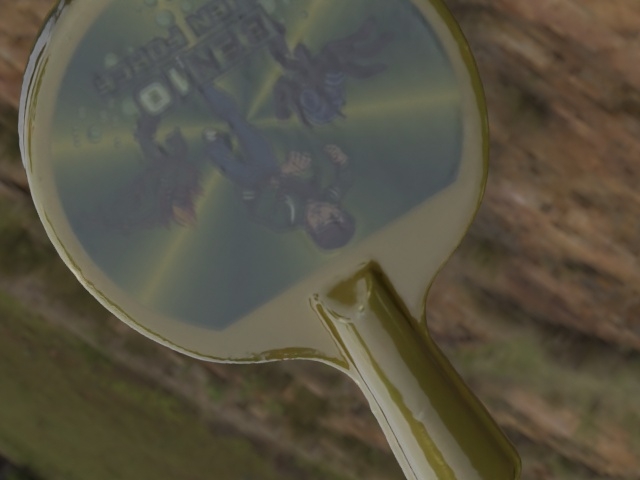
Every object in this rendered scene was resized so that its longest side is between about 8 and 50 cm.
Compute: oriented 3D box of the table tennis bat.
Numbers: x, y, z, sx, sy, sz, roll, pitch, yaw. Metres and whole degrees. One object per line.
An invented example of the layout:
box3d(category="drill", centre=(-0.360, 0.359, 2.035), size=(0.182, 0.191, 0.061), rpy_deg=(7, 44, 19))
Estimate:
box3d(category="table tennis bat", centre=(0.000, 0.000, 0.760), size=(0.321, 0.198, 0.050), rpy_deg=(58, -173, -23))
